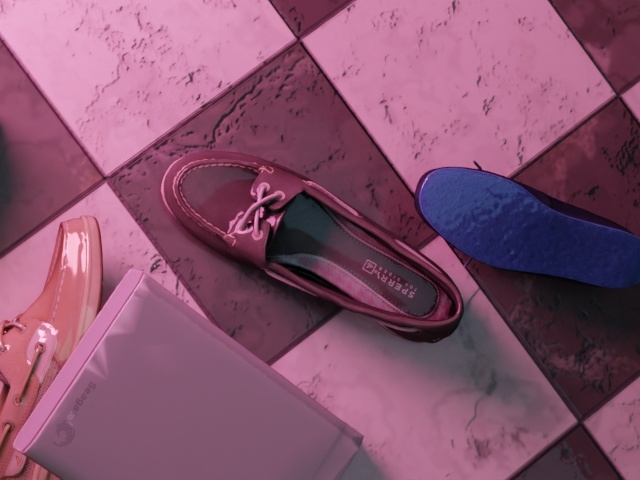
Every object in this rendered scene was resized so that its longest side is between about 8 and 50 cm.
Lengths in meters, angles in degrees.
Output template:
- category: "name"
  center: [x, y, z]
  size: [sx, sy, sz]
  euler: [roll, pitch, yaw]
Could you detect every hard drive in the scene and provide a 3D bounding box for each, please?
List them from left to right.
- category: "hard drive"
  center: [-0.121, 0.195, 1.829]
  size: [0.307, 0.040, 0.203]
  euler: [39, 78, -29]

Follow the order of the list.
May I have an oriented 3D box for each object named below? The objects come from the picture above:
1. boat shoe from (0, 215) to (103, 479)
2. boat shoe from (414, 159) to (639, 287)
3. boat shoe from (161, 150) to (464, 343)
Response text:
- category: "boat shoe"
  center: [-0.278, 0.118, 1.827]
  size: [0.098, 0.109, 0.302]
  euler: [12, 89, -12]
- category: "boat shoe"
  center: [0.209, -0.005, 1.949]
  size: [0.258, 0.089, 0.109]
  euler: [25, 94, -14]
- category: "boat shoe"
  center: [0.000, 0.000, 1.897]
  size: [0.335, 0.095, 0.112]
  euler: [28, 80, -8]
